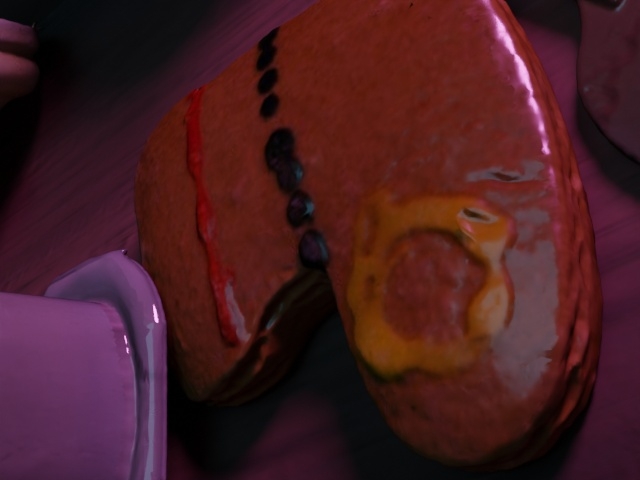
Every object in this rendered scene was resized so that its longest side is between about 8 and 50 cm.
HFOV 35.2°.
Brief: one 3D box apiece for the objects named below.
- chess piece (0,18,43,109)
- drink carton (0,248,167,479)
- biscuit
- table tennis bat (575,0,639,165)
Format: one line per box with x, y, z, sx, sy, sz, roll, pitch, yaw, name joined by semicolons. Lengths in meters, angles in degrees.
-0.313;-0.029;0.766;0.175;0.175;0.298;17;101;45;chess piece
-0.210;0.095;0.561;0.185;0.189;0.191;-19;68;54;drink carton
-0.001;0.000;0.511;0.277;0.052;0.262;-24;60;36;biscuit
0.150;-0.101;0.430;0.234;0.022;0.131;42;106;40;table tennis bat
